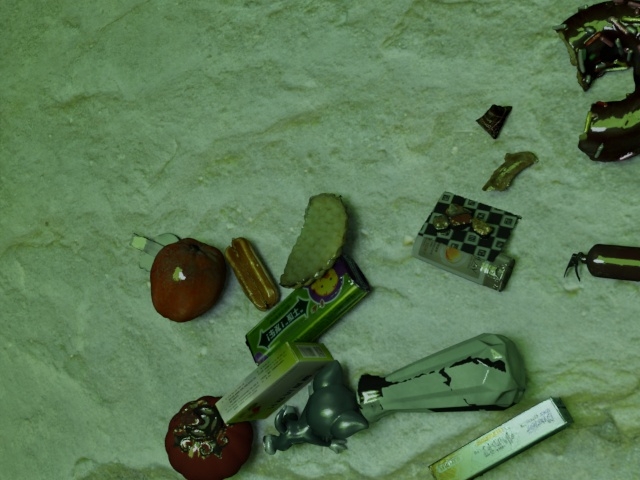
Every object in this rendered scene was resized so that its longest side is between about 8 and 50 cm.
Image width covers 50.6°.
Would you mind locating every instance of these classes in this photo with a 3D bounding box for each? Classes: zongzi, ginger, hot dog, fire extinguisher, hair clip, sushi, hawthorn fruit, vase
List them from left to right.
[{"bbox_3d":[-0.477,0.040,2.017,0.220,0.054,0.140,23,89,29],"label":"hair clip"},{"bbox_3d":[-0.372,0.128,1.865,0.210,0.210,0.262,39,122,29],"label":"hawthorn fruit"},{"bbox_3d":[-0.188,0.084,1.833,0.092,0.062,0.235,-37,68,20],"label":"hot dog"},{"bbox_3d":[0.259,0.315,1.487,0.360,0.165,0.165,-21,72,30],"label":"vase"},{"bbox_3d":[0.336,-0.042,1.536,0.201,0.031,0.139,22,67,31],"label":"sushi"},{"bbox_3d":[0.412,-0.289,1.562,0.067,0.073,0.083,53,148,26],"label":"zongzi"},{"bbox_3d":[0.424,-0.155,1.532,0.137,0.044,0.057,-44,33,10],"label":"ginger"},{"bbox_3d":[0.630,0.056,1.363,0.268,0.072,0.089,6,121,30],"label":"fire extinguisher"}]

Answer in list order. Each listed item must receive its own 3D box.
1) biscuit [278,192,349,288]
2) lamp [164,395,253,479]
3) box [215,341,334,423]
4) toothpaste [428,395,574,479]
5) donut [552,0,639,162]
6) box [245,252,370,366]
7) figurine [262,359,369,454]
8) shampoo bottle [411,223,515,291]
[{"bbox_3d":[0.000,0.000,1.690,0.187,0.036,0.273,-1,61,49],"label":"biscuit"},{"bbox_3d":[-0.285,0.504,1.727,0.227,0.227,0.226,-6,79,29],"label":"lamp"},{"bbox_3d":[-0.111,0.352,1.675,0.260,0.175,0.062,-43,63,17],"label":"box"},{"bbox_3d":[0.380,0.434,1.428,0.313,0.089,0.071,-37,60,20],"label":"toothpaste"},{"bbox_3d":[0.640,-0.344,1.388,0.259,0.136,0.345,-13,77,31],"label":"donut"},{"bbox_3d":[-0.036,0.187,1.706,0.345,0.097,0.134,-43,48,16],"label":"box"},{"bbox_3d":[-0.024,0.419,1.639,0.265,0.140,0.193,-17,53,3],"label":"figurine"},{"bbox_3d":[0.323,0.038,1.547,0.227,0.056,0.086,24,91,31],"label":"shampoo bottle"}]
